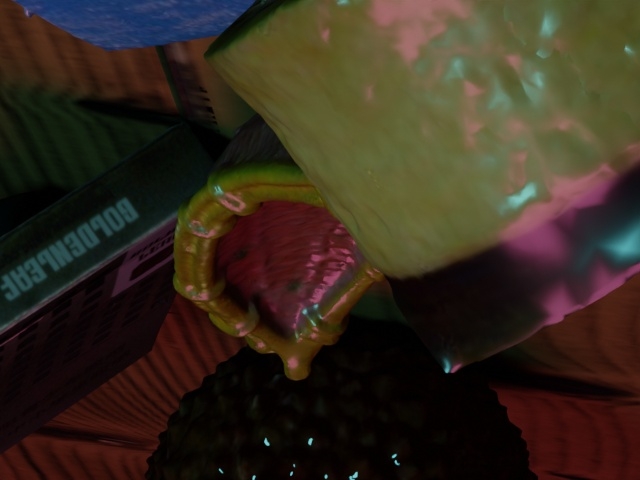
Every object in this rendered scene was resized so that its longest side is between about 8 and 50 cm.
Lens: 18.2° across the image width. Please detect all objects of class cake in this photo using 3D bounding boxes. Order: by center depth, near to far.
[{"bbox_3d":[0.043,-0.095,0.528,0.178,0.208,0.185,45,155,-12],"label":"cake"}]

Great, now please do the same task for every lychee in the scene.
[{"bbox_3d":[0.014,0.178,1.318,0.264,0.300,0.264,5,118,10],"label":"lychee"}]

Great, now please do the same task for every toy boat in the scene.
[{"bbox_3d":[-0.001,-0.007,0.957,0.141,0.099,0.318,-7,166,-12],"label":"toy boat"}]

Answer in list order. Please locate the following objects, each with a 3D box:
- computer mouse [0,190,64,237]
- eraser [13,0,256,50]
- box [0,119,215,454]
[{"bbox_3d":[-0.181,0.010,1.170,0.099,0.057,0.172,-38,168,12],"label":"computer mouse"},{"bbox_3d":[-0.130,-0.150,0.687,0.144,0.043,0.312,-5,157,41],"label":"eraser"},{"bbox_3d":[-0.157,0.051,1.125,0.047,0.180,0.325,53,160,9],"label":"box"}]
